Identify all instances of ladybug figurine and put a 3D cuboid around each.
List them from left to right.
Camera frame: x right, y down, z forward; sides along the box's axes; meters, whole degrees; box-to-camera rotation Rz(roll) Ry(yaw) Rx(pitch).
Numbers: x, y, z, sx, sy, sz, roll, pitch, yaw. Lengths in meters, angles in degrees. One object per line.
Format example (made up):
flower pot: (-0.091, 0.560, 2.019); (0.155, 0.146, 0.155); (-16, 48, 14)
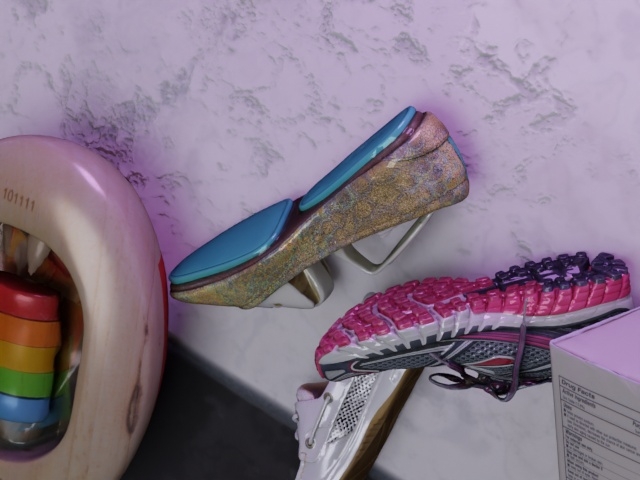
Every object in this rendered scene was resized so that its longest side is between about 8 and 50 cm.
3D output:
ladybug figurine: (-0.287, 0.097, 1.930); (0.305, 0.162, 0.449); (23, 114, 19)

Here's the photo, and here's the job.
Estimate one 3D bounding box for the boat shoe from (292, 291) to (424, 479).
boat shoe: (0.019, 0.173, 1.849); (0.096, 0.098, 0.277); (33, 108, 14)

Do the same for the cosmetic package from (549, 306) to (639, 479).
cosmetic package: (0.306, 0.224, 1.658); (0.153, 0.129, 0.296); (26, 129, 53)

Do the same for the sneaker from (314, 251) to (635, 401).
sneaker: (0.142, 0.096, 1.711); (0.299, 0.121, 0.112); (-9, 106, 6)

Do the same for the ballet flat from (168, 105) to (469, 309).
ballet flat: (0.000, 0.000, 1.798); (0.348, 0.123, 0.123); (-33, 90, 30)
